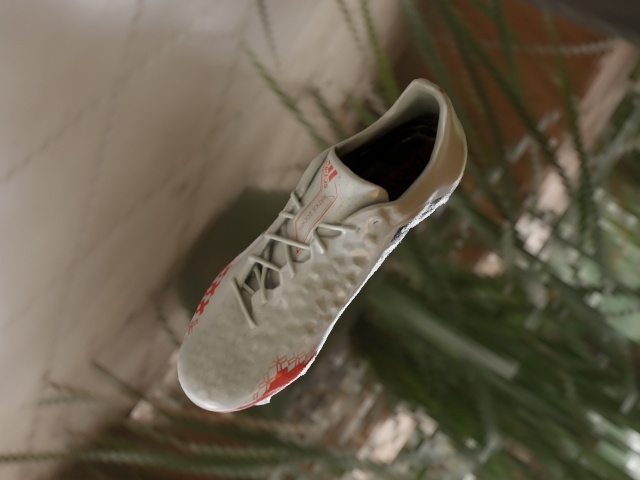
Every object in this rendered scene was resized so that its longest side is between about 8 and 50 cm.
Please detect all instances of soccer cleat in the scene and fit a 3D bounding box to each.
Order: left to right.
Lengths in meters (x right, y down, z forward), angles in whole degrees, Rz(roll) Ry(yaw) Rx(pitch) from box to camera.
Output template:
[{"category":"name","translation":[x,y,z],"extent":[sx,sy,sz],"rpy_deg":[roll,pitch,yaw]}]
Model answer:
[{"category":"soccer cleat","translation":[0.000,0.000,0.399],"extent":[0.083,0.029,0.035],"rpy_deg":[-45,159,-18]}]
